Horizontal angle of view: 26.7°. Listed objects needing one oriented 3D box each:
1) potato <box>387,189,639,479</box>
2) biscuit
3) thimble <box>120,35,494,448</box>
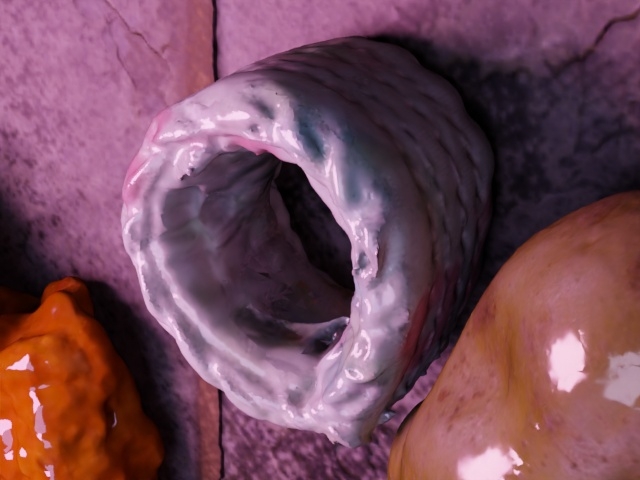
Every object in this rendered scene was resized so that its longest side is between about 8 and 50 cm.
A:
[{"bbox_3d":[0.158,0.101,0.669,0.218,0.202,0.351,17,135,-19],"label":"potato"},{"bbox_3d":[-0.254,0.184,1.025,0.312,0.110,0.318,0,110,31],"label":"biscuit"},{"bbox_3d":[0.000,0.000,0.755,0.185,0.149,0.211,-18,100,35],"label":"thimble"}]
